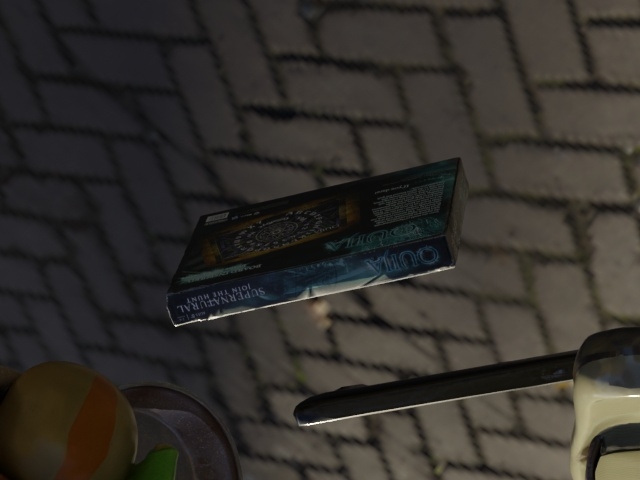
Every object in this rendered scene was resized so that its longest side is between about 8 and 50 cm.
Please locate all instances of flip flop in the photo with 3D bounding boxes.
[{"bbox_3d":[0.164,0.108,0.835,0.112,0.080,0.277,-5,158,9],"label":"flip flop"}]

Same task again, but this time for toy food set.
[{"bbox_3d":[-0.103,0.092,0.640,0.192,0.132,0.038,36,135,-27],"label":"toy food set"}]

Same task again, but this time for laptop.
[{"bbox_3d":[0.256,0.160,1.076,0.408,0.382,0.236,-11,84,21],"label":"laptop"}]

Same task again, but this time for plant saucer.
[{"bbox_3d":[-0.146,0.202,1.431,0.036,0.198,0.198,6,133,50],"label":"plant saucer"}]

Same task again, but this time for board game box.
[{"bbox_3d":[0.000,0.000,1.230,0.186,0.126,0.026,-12,113,14],"label":"board game box"}]
